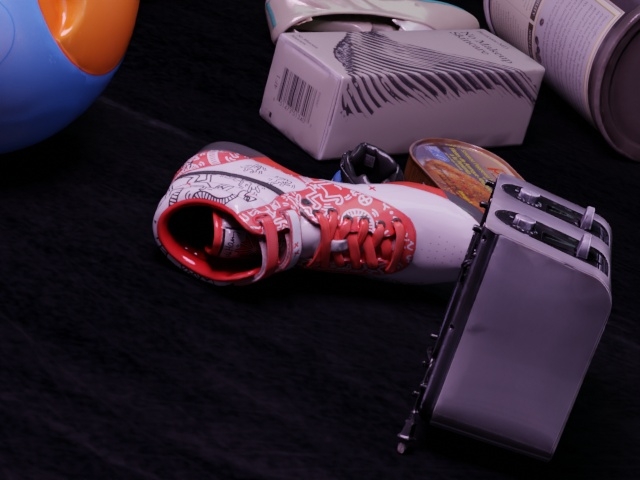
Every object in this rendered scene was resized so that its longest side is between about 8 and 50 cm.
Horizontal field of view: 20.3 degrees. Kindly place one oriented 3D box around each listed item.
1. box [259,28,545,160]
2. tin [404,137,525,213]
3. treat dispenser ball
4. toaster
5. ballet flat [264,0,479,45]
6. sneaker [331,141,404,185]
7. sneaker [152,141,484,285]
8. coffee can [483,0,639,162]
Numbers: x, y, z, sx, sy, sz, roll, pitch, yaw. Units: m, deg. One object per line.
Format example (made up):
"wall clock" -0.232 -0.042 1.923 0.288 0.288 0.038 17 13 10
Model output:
"box" 0.084 -0.149 1.787 0.275 0.094 0.113 -8 34 -39
"tin" 0.148 -0.040 1.669 0.106 0.040 0.189 -2 30 -24
"treat dispenser ball" -0.294 -0.212 1.476 0.288 0.288 0.288 13 25 -6
"toaster" 0.142 0.061 1.313 0.110 0.185 0.168 20 18 4
"ballet flat" 0.059 -0.226 1.969 0.248 0.086 0.086 8 26 -13
"sneaker" 0.041 -0.052 1.574 0.058 0.084 0.152 14 25 -3
"sneaker" -0.001 0.001 1.441 0.270 0.090 0.145 16 26 9
"coffee can" 0.327 -0.235 1.975 0.201 0.201 0.275 2 28 -26
